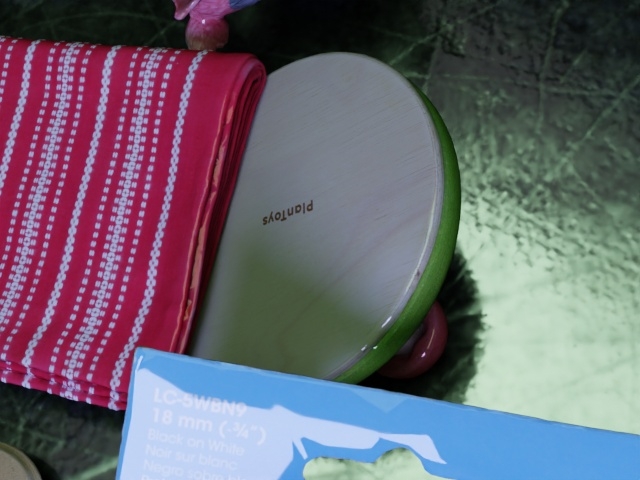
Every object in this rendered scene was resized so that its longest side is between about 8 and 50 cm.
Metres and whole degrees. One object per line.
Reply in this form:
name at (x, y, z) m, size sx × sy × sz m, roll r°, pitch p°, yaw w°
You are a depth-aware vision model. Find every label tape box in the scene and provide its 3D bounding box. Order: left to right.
label tape box at (0.007, 0.233, 0.510) m, size 0.241 × 0.106 × 0.333 m, roll 9°, pitch 101°, yaw 2°

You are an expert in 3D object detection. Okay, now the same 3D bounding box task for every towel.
towel at (-0.168, -0.022, 0.716) m, size 0.275 × 0.031 × 0.198 m, roll 8°, pitch 77°, yaw 28°

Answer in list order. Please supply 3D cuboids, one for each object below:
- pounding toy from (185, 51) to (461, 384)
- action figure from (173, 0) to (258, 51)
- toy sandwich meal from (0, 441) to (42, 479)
pounding toy at (0.000, 0.000, 0.699) m, size 0.237 × 0.110 × 0.183 m, roll 17°, pitch 84°, yaw 45°
action figure at (0.016, -0.257, 0.756) m, size 0.276 × 0.248 × 0.370 m, roll 26°, pitch 81°, yaw -17°
toy sandwich meal at (-0.186, 0.152, 0.705) m, size 0.086 × 0.029 × 0.085 m, roll -4°, pitch 66°, yaw 8°
